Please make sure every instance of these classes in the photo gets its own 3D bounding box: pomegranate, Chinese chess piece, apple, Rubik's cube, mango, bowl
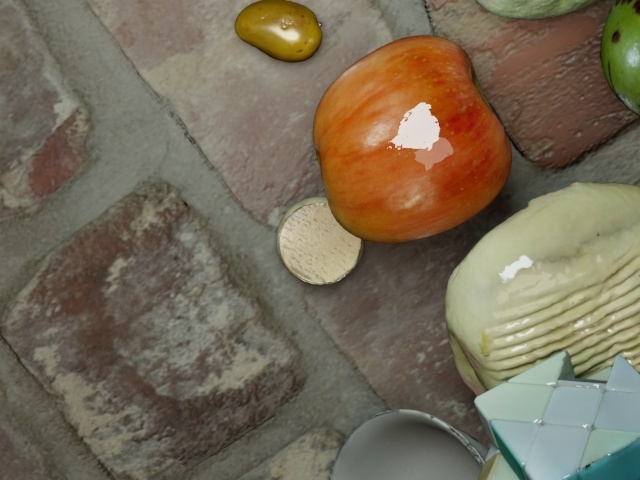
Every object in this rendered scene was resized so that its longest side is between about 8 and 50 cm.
[{"bbox_3d":[0.444,-0.260,1.319,0.242,0.242,0.306,-29,142,9],"label":"pomegranate"},{"bbox_3d":[0.000,0.000,1.525,0.122,0.051,0.122,1,102,4],"label":"Chinese chess piece"},{"bbox_3d":[0.103,-0.121,1.398,0.241,0.242,0.242,-26,101,10],"label":"apple"},{"bbox_3d":[0.310,0.274,1.312,0.265,0.224,0.213,-26,124,-4],"label":"Rubik's cube"},{"bbox_3d":[-0.054,-0.273,1.454,0.114,0.060,0.080,8,101,5],"label":"mango"},{"bbox_3d":[0.179,0.391,1.532,0.157,0.345,0.345,-4,109,-41],"label":"bowl"}]

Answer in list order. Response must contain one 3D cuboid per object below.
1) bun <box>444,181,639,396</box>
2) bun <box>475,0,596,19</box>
[{"bbox_3d":[0.319,0.081,1.449,0.361,0.213,0.361,-6,120,-10],"label":"bun"},{"bbox_3d":[0.290,-0.390,1.323,0.283,0.179,0.283,-6,118,-12],"label":"bun"}]
